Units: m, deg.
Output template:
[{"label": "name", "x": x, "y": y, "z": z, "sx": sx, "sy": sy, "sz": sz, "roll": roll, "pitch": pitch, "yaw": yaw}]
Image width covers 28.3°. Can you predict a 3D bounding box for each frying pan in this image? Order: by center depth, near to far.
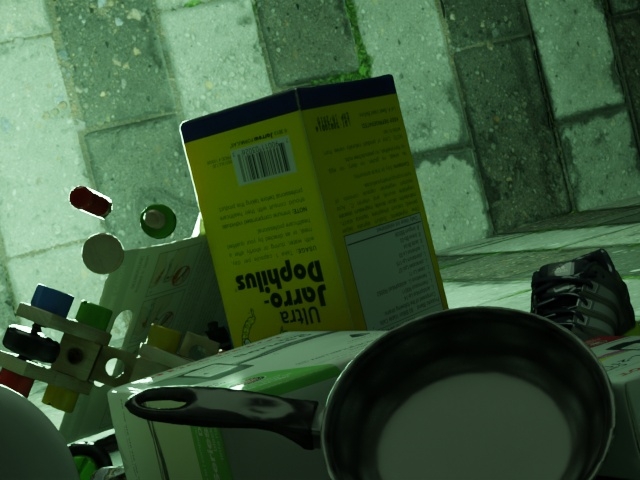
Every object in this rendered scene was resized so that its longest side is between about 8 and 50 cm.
[{"label": "frying pan", "x": 0.037, "y": 0.143, "z": 0.851, "sx": 0.326, "sy": 0.053, "sz": 0.197, "roll": -17, "pitch": 42, "yaw": 2}]

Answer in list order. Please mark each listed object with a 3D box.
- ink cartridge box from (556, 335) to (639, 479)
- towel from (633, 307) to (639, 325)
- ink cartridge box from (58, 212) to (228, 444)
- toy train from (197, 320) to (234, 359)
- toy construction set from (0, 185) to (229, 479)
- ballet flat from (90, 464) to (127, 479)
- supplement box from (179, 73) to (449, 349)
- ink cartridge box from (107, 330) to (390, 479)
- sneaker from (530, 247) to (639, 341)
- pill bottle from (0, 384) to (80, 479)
[{"label": "ink cartridge box", "x": 0.223, "y": 0.118, "z": 0.934, "sx": 0.127, "sy": 0.072, "sz": 0.175, "roll": -14, "pitch": 2, "yaw": -27}, {"label": "towel", "x": 0.361, "y": 0.087, "z": 1.444, "sx": 0.152, "sy": 0.023, "sz": 0.113, "roll": -15, "pitch": 3, "yaw": -23}, {"label": "ink cartridge box", "x": -0.185, "y": 0.081, "z": 1.651, "sx": 0.091, "sy": 0.308, "sz": 0.385, "roll": 38, "pitch": 32, "yaw": 27}, {"label": "toy train", "x": -0.080, "y": 0.144, "z": 1.662, "sx": 0.184, "sy": 0.105, "sz": 0.080, "roll": -15, "pitch": 2, "yaw": -18}, {"label": "toy construction set", "x": -0.199, "y": 0.103, "z": 1.334, "sx": 0.258, "sy": 0.308, "sz": 0.237, "roll": -6, "pitch": -2, "yaw": 0}, {"label": "ballet flat", "x": -0.159, "y": 0.224, "z": 1.192, "sx": 0.114, "sy": 0.041, "sz": 0.041, "roll": -14, "pitch": 3, "yaw": -4}, {"label": "supplement box", "x": 0.000, "y": 0.000, "z": 1.529, "sx": 0.195, "sy": 0.356, "sz": 0.194, "roll": -12, "pitch": 3, "yaw": 39}, {"label": "ink cartridge box", "x": -0.041, "y": 0.155, "z": 1.077, "sx": 0.198, "sy": 0.114, "sz": 0.273, "roll": -16, "pitch": 3, "yaw": -27}, {"label": "sneaker", "x": 0.220, "y": 0.083, "z": 1.160, "sx": 0.111, "sy": 0.121, "sz": 0.300, "roll": -13, "pitch": 3, "yaw": 24}, {"label": "pill bottle", "x": -0.329, "y": 0.196, "z": 0.935, "sx": 0.188, "sy": 0.187, "sz": 0.334, "roll": -16, "pitch": 4, "yaw": -38}]
